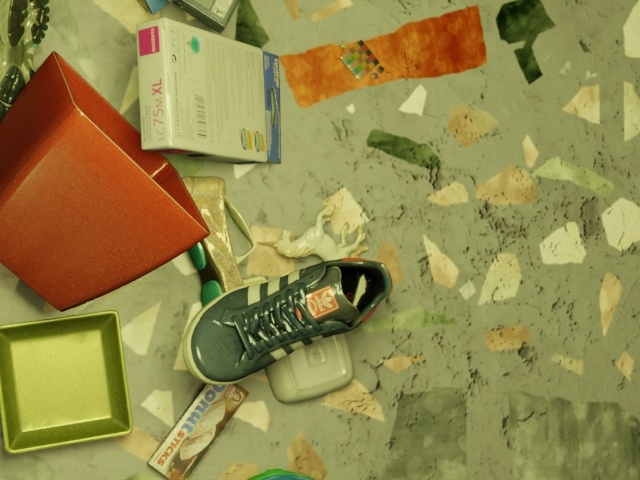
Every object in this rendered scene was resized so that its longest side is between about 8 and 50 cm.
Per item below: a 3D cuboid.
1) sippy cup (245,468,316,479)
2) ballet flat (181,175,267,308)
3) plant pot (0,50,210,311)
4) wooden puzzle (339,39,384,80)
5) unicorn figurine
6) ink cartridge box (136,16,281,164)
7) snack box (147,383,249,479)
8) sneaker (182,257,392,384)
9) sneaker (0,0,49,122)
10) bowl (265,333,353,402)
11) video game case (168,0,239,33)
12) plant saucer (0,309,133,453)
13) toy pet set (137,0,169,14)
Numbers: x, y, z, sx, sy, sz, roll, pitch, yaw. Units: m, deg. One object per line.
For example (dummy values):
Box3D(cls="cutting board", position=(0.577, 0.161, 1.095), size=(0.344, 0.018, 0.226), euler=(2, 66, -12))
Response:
Box3D(cls="sippy cup", position=(-0.034, 0.470, 1.817), size=(0.305, 0.224, 0.240), euler=(-10, 90, -18))
Box3D(cls="ballet flat", position=(-0.140, 0.047, 1.880), size=(0.106, 0.107, 0.316), euler=(-17, 93, -25))
Box3D(cls="plant pot", position=(-0.351, -0.063, 1.724), size=(0.235, 0.267, 0.267), euler=(-43, 120, 4))
Box3D(cls="wooden puzzle", position=(0.065, -0.296, 2.015), size=(0.049, 0.006, 0.083), euler=(-42, 99, -16))
Box3D(cls="unicorn figurine", position=(0.000, 0.000, 1.946), size=(0.162, 0.060, 0.111), euler=(34, 77, -12))
Box3D(cls="ink cartridge box", position=(-0.161, -0.214, 1.846), size=(0.311, 0.065, 0.186), euler=(3, 83, -59))
Box3D(cls="snack box", position=(-0.188, 0.288, 1.887), size=(0.064, 0.022, 0.178), euler=(39, 77, -10))
Box3D(cls="sneaker", position=(-0.039, 0.104, 1.791), size=(0.350, 0.148, 0.131), euler=(-27, 96, -37))
Box3D(cls="sneaker", position=(-0.481, -0.254, 1.804), size=(0.122, 0.110, 0.283), euler=(18, 99, 27))
Box3D(cls="bowl", position=(-0.016, 0.180, 1.933), size=(0.142, 0.053, 0.142), euler=(-15, 91, -19))
Box3D(cls="video game case", position=(-0.233, -0.460, 1.883), size=(0.274, 0.026, 0.196), euler=(31, 53, -12))
Box3D(cls="plant saucer", position=(-0.385, 0.208, 1.819), size=(0.188, 0.045, 0.189), euler=(-7, 88, -18))
Box3D(cls="toy pet set", position=(-0.244, -0.414, 1.896), size=(0.114, 0.065, 0.122), euler=(-43, 98, -16))
